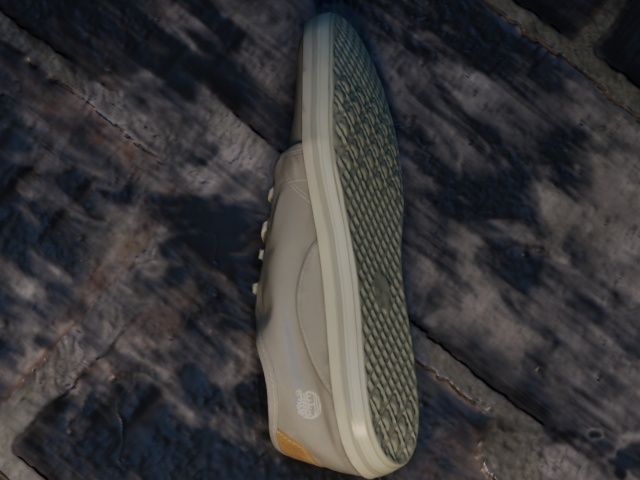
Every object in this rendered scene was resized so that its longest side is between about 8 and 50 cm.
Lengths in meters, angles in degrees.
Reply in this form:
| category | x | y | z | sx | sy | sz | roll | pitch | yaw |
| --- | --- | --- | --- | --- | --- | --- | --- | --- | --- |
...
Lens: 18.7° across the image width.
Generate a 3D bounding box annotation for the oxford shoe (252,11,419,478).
| category | x | y | z | sx | sy | sz | roll | pitch | yaw |
| --- | --- | --- | --- | --- | --- | --- | --- | --- | --- |
| oxford shoe | 0.000 | 0.000 | 1.773 | 0.130 | 0.169 | 0.449 | -13 | 68 | 27 |
